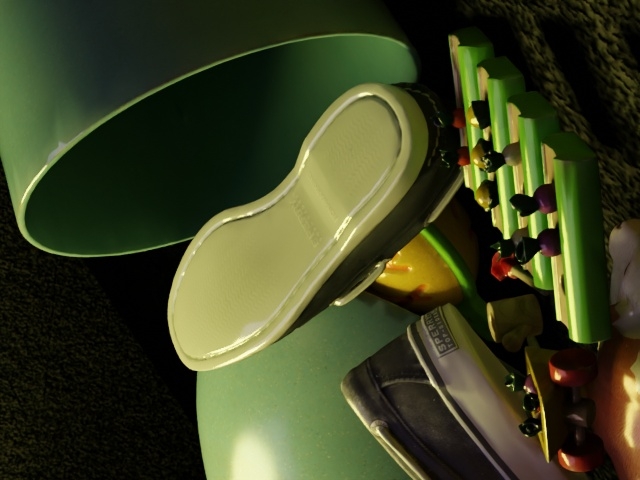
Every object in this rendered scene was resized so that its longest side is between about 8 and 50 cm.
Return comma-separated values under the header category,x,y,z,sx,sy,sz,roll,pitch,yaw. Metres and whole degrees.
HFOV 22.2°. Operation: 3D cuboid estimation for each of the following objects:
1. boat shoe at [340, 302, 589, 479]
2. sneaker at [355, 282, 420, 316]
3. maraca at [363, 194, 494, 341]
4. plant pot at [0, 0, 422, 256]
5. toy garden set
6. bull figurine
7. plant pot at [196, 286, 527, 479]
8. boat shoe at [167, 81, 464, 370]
category,x,y,z,sx,sy,sz,roll,pitch,yaw
boat shoe,0.121,0.177,1.054,0.301,0.102,0.108,52,-169,-27
sneaker,0.049,0.019,1.437,0.078,0.067,0.188,22,148,39
maraca,0.076,0.012,1.261,0.185,0.099,0.127,51,168,-31
plant pot,-0.111,-0.159,1.136,0.293,0.293,0.235,102,145,-69
toy garden set,0.112,0.004,0.981,0.244,0.049,0.203,-114,13,-65
bull figurine,0.231,0.134,1.051,0.310,0.101,0.188,63,171,-6
plant pot,0.014,0.156,1.341,0.290,0.195,0.290,25,171,4
boat shoe,0.000,0.000,1.167,0.302,0.091,0.114,-39,63,39
